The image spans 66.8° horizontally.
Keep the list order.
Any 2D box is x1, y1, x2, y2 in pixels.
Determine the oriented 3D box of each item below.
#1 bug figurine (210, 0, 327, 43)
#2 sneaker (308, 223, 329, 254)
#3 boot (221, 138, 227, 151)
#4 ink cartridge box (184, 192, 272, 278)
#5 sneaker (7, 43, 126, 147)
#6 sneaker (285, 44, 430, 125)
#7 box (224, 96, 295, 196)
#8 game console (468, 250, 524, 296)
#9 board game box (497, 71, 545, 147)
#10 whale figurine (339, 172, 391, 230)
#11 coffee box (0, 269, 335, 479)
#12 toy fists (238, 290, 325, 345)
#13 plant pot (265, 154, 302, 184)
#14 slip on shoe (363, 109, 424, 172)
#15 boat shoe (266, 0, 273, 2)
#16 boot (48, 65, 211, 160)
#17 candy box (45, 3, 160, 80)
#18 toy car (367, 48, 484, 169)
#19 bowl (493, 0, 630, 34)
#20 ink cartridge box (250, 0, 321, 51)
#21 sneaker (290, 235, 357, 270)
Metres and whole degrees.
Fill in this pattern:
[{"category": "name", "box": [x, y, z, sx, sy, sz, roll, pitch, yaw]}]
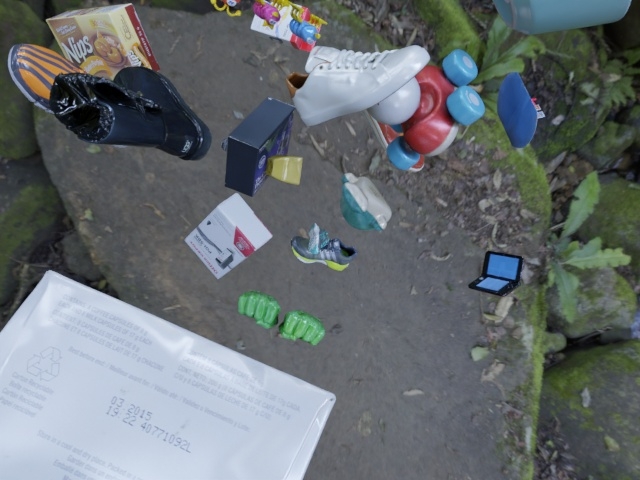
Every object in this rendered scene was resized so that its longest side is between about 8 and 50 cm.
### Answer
[{"category": "bug figurine", "box": [-0.131, -0.482, 0.991, 0.216, 0.279, 0.072, 50, 121, 41]}, {"category": "sneaker", "box": [0.000, 0.000, 1.801, 0.076, 0.166, 0.065, 26, 123, -16]}, {"category": "boot", "box": [-0.306, -0.377, 2.039, 0.198, 0.137, 0.076, 20, 93, -1]}, {"category": "ink cartridge box", "box": [-0.165, -0.004, 0.856, 0.099, 0.056, 0.135, 50, 133, -5]}, {"category": "sneaker", "box": [-0.421, -0.294, 0.961, 0.180, 0.321, 0.124, -5, 77, 21]}, {"category": "sneaker", "box": [0.045, -0.294, 0.854, 0.123, 0.290, 0.106, 55, 48, -25]}, {"category": "box", "box": [-0.180, -0.285, 1.459, 0.103, 0.184, 0.261, 21, 46, 9]}, {"category": "game console", "box": [0.551, 0.103, 1.532, 0.124, 0.144, 0.085, -27, 110, -27]}, {"category": "board game box", "box": [0.457, -0.295, 1.103, 0.033, 0.133, 0.168, -11, 67, -6]}, {"category": "whale figurine", "box": [0.118, -0.109, 1.518, 0.141, 0.272, 0.216, -37, 80, 16]}, {"category": "coffee box", "box": [-0.215, 0.292, 0.575, 0.338, 0.334, 0.338, 23, 66, 5]}, {"category": "toy fists", "box": [-0.118, 0.231, 1.455, 0.279, 0.142, 0.096, 26, 82, 1]}, {"category": "plant pot", "box": [-0.110, -0.208, 1.406, 0.083, 0.081, 0.081, 2, 102, -32]}, {"category": "slip on shoe", "box": [0.213, -0.313, 1.322, 0.101, 0.331, 0.123, -12, 44, 32]}, {"category": "boat shoe", "box": [-0.050, -0.486, 0.832, 0.178, 0.064, 0.060, -33, 93, 34]}, {"category": "boot", "box": [-0.308, -0.215, 0.737, 0.246, 0.207, 0.094, 43, 109, 24]}, {"category": "candy box", "box": [-0.623, -0.559, 1.387, 0.316, 0.183, 0.087, 14, 45, 33]}, {"category": "toy car", "box": [0.170, -0.302, 1.005, 0.238, 0.219, 0.210, 21, 56, -29]}, {"category": "bowl", "box": [0.378, -0.488, 0.835, 0.163, 0.311, 0.311, -23, 78, 17]}, {"category": "ink cartridge box", "box": [-0.124, -0.800, 1.794, 0.231, 0.078, 0.134, 20, 95, 9]}, {"category": "sneaker", "box": [0.016, 0.030, 1.935, 0.300, 0.121, 0.111, 14, 52, -34]}]
